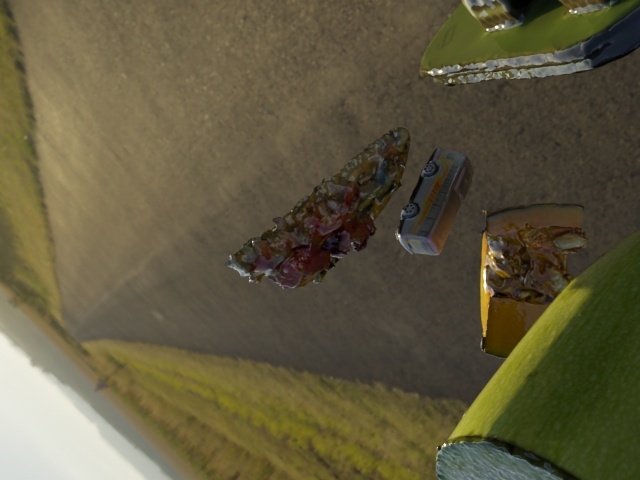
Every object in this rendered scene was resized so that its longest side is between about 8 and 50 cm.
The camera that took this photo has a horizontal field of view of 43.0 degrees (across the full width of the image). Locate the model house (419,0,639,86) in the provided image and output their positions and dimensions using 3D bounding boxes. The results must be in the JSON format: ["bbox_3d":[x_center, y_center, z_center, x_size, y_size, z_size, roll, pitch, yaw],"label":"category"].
[{"bbox_3d":[0.062,-0.239,0.380,0.279,0.205,0.218,42,173,-17],"label":"model house"}]

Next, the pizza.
[{"bbox_3d":[0.000,0.000,0.730,0.053,0.193,0.201,50,149,13],"label":"pizza"}]

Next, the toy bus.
[{"bbox_3d":[0.175,-0.060,1.225,0.072,0.172,0.057,10,152,35],"label":"toy bus"}]

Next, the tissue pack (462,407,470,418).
[{"bbox_3d":[0.223,0.293,1.066,0.091,0.103,0.170,-4,-175,17],"label":"tissue pack"}]

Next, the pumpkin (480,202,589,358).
[{"bbox_3d":[0.286,0.065,1.107,0.139,0.189,0.280,-1,169,13],"label":"pumpkin"}]

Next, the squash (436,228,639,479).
[{"bbox_3d":[0.189,0.074,0.477,0.133,0.247,0.132,34,151,22],"label":"squash"}]
